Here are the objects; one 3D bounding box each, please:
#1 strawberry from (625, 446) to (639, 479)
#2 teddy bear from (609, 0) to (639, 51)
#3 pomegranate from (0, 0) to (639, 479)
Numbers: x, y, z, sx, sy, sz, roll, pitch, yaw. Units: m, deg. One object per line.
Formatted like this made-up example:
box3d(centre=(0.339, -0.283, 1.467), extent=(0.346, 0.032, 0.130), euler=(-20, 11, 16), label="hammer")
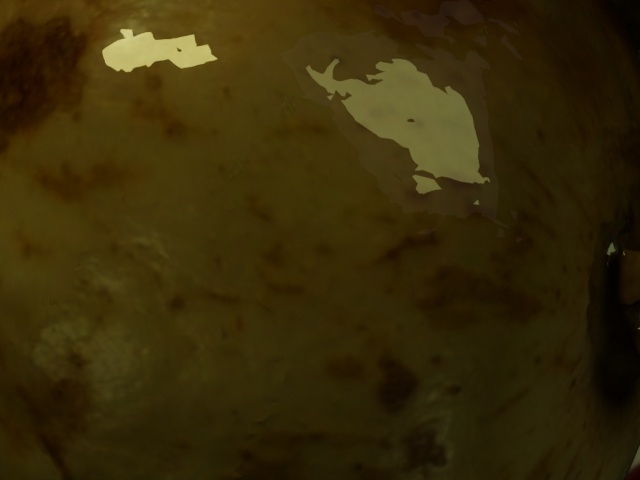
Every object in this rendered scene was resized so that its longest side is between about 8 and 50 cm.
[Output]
box3d(centre=(0.116, 0.054, 0.618), extent=(0.201, 0.187, 0.184), euler=(-4, 28, -35), label="strawberry")
box3d(centre=(-0.001, -0.209, 0.579), extent=(0.246, 0.296, 0.222), euler=(-64, 149, -28), label="teddy bear")
box3d(centre=(0.000, 0.000, 0.471), extent=(0.215, 0.215, 0.215), euler=(31, 40, -30), label="pomegranate")
